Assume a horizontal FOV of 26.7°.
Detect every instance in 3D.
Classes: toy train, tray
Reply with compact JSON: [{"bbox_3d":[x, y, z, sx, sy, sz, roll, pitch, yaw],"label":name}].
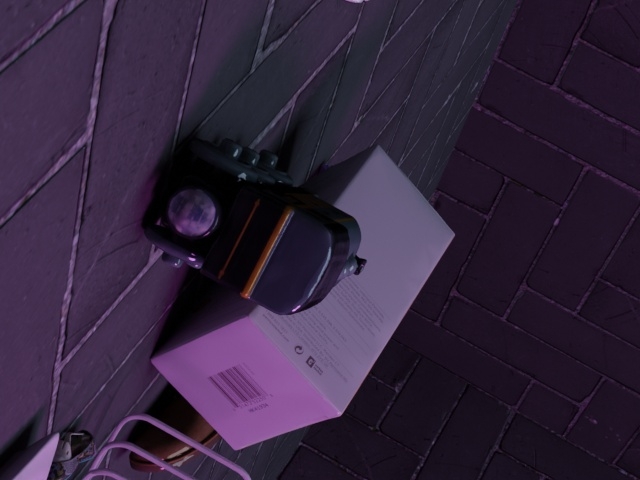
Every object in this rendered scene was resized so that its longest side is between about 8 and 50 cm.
[{"bbox_3d":[-0.055,-0.008,1.408,0.142,0.190,0.334,-61,171,5],"label":"toy train"},{"bbox_3d":[-0.337,0.313,1.359,0.145,0.030,0.270,-48,165,-52],"label":"tray"}]

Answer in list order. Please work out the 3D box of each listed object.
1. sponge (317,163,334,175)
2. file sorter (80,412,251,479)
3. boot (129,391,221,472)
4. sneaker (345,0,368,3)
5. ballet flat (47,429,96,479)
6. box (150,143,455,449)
[{"bbox_3d":[0.000,0.000,2.043,0.117,0.031,0.210,-113,-146,-42],"label":"sponge"},{"bbox_3d":[-0.206,0.346,1.476,0.173,0.193,0.277,-59,-177,22],"label":"file sorter"},{"bbox_3d":[-0.169,0.203,1.850,0.305,0.112,0.115,-44,132,-49],"label":"boot"},{"bbox_3d":[0.076,-0.335,1.471,0.208,0.081,0.094,-50,164,-48],"label":"sneaker"},{"bbox_3d":[-0.275,0.229,1.445,0.041,0.041,0.114,-63,171,15],"label":"ballet flat"},{"bbox_3d":[-0.016,0.069,1.702,0.215,0.168,0.345,-26,-160,47],"label":"box"}]
